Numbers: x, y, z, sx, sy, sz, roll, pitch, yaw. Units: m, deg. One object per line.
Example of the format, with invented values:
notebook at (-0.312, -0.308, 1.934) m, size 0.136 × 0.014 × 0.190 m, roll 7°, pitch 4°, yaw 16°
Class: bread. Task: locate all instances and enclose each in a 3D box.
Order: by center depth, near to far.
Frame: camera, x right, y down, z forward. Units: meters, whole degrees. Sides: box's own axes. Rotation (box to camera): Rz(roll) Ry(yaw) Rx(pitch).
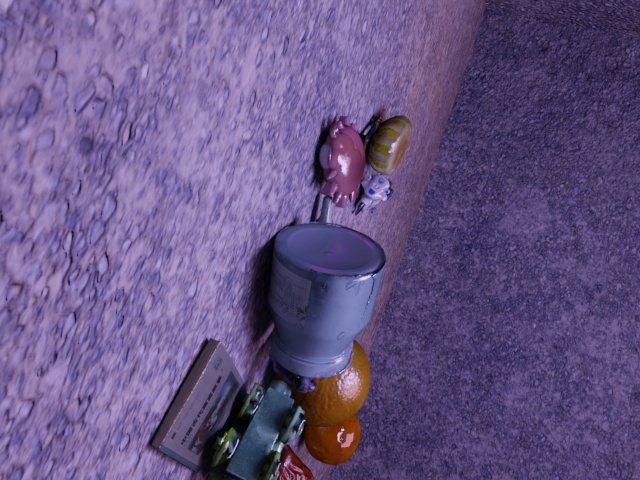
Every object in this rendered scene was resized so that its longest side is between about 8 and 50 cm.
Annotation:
bread at (0.216, -0.307, 1.718) m, size 0.213 × 0.105 × 0.213 m, roll -55°, pitch 164°, yaw -24°

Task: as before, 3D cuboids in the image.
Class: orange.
orange at (0.005, 0.370, 1.468) m, size 0.274 × 0.274 × 0.274 m, roll 18°, pitch 90°, yaw -75°
orange at (0.046, 0.761, 2.137) m, size 0.240 × 0.240 × 0.240 m, roll 18°, pitch 90°, yaw -75°

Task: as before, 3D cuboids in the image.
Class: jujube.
jujube at (-0.118, 0.733, 1.609) m, size 0.197 × 0.197 × 0.290 m, roll -53°, pitch 141°, yaw -51°

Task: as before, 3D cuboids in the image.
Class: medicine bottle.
medicine bottle at (0.002, 0.137, 1.213) m, size 0.245 × 0.245 × 0.290 m, roll -47°, pitch 150°, yaw -57°

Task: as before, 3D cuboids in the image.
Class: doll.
doll at (0.059, -0.187, 1.323) m, size 0.262 × 0.093 × 0.211 m, roll 59°, pitch 44°, yaw -61°

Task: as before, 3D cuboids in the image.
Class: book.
book at (-0.227, 0.333, 1.061) m, size 0.282 × 0.025 × 0.214 m, roll 83°, pitch 30°, yaw -61°

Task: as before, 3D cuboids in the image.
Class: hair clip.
hair clip at (-0.063, 0.281, 1.310) m, size 0.052 × 0.124 × 0.195 m, roll -58°, pitch -151°, yaw 28°

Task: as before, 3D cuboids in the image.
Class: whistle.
whistle at (0.000, 0.000, 1.391) m, size 0.114 × 0.077 × 0.235 m, roll -51°, pitch 149°, yaw -69°

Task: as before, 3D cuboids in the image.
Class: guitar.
guitar at (0.130, -0.296, 1.562) m, size 0.271 × 0.038 × 0.083 m, roll -63°, pitch 168°, yaw -46°

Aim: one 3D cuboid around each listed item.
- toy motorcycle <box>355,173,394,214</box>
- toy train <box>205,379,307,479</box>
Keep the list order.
toy motorcycle at (0.186, -0.163, 1.816) m, size 0.150 × 0.102 × 0.221 m, roll -56°, pitch 171°, yaw 29°
toy train at (-0.145, 0.451, 1.214) m, size 0.271 × 0.159 × 0.188 m, roll -61°, pitch 178°, yaw -39°
